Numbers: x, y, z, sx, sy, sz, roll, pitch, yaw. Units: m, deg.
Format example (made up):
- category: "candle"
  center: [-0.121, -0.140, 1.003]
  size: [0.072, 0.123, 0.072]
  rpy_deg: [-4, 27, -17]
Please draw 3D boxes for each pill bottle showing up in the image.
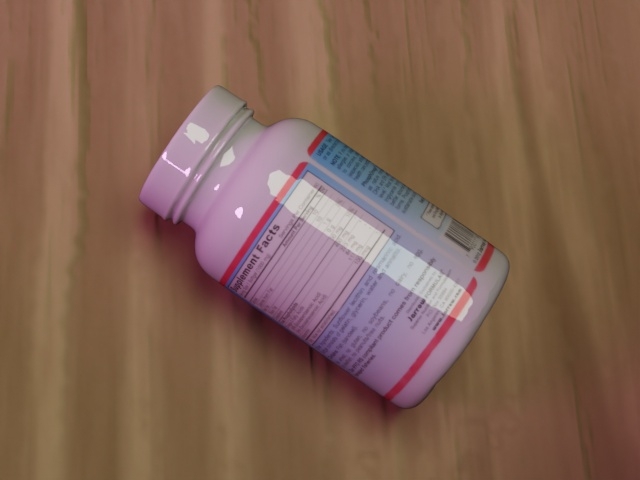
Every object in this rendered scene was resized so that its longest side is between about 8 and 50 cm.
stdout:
- category: "pill bottle"
  center: [0.000, 0.000, 0.785]
  size: [0.160, 0.087, 0.087]
  rpy_deg: [35, 58, 0]
